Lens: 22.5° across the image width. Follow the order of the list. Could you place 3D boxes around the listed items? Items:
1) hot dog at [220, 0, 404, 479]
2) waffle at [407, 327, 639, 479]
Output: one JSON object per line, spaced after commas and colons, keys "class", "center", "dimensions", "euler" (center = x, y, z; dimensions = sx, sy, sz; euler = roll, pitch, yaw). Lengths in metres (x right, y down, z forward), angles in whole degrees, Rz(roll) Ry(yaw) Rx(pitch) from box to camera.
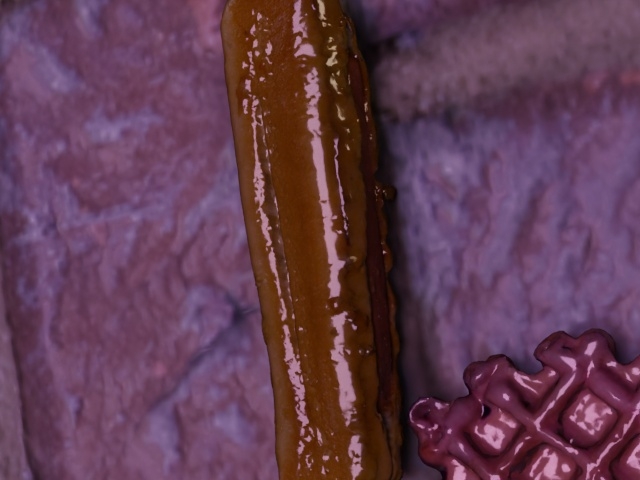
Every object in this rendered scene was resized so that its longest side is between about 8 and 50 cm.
{"class": "hot dog", "center": [-0.003, 0.000, 0.841], "dimensions": [0.088, 0.061, 0.285], "euler": [-4, 88, 29]}
{"class": "waffle", "center": [0.143, 0.158, 0.767], "dimensions": [0.221, 0.055, 0.234], "euler": [-9, 85, 26]}
